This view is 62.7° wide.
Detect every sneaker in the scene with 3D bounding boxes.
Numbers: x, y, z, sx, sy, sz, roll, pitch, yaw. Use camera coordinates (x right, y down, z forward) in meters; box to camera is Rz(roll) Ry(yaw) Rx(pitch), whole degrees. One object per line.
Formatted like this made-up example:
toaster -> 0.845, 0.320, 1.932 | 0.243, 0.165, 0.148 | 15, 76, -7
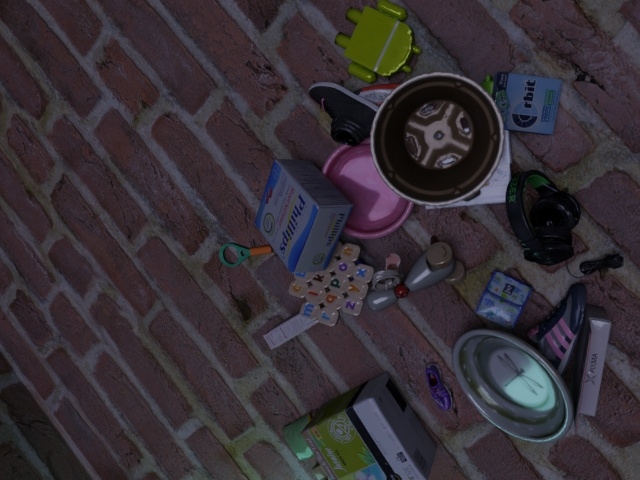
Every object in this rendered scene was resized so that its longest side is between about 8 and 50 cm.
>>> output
sneaker -> 0.708, 0.270, 1.600 | 0.131, 0.112, 0.319 | 15, 105, 16
sneaker -> 0.049, -0.405, 1.691 | 0.295, 0.105, 0.147 | 31, 73, 25
sneaker -> 0.232, -0.419, 1.667 | 0.269, 0.090, 0.145 | -2, 97, 19
sneaker -> 0.394, 0.507, 1.794 | 0.068, 0.071, 0.170 | -23, 92, 24

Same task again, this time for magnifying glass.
magnifying glass -> -0.286, 0.047, 2.001 | 0.230, 0.026, 0.092 | -8, 97, 22

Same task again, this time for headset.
headset -> 0.682, -0.035, 1.490 | 0.394, 0.244, 0.185 | 43, 144, -22

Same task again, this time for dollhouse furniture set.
dollhouse furniture set -> -0.024, 0.823, 1.978 | 0.197, 0.151, 0.302 | -37, 85, 24

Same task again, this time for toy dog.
toy dog -> 0.295, 0.091, 1.699 | 0.333, 0.161, 0.220 | -14, 137, -4

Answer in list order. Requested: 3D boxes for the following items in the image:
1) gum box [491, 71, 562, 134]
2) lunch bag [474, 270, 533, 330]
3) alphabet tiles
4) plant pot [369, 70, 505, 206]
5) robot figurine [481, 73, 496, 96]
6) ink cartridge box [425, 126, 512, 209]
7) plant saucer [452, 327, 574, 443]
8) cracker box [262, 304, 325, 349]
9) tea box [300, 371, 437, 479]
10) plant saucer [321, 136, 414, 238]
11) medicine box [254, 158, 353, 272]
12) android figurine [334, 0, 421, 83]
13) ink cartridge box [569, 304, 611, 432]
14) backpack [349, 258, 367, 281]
gum box -> 0.587, -0.393, 1.516 | 0.184, 0.041, 0.157 | 6, 99, -3
lunch bag -> 0.575, 0.187, 1.652 | 0.128, 0.096, 0.151 | 27, 95, 18
alphabet tiles -> 0.035, 0.138, 1.768 | 0.277, 0.021, 0.284 | 14, 78, 27
plant pot -> 0.326, -0.285, 1.463 | 0.333, 0.305, 0.334 | 3, 104, 14
robot figurine -> 0.511, -0.433, 1.564 | 0.101, 0.067, 0.115 | 4, 102, 27
ink cartridge box -> 0.451, -0.229, 1.634 | 0.274, 0.060, 0.239 | -4, 100, 22
plant saucer -> 0.600, 0.429, 1.628 | 0.400, 0.100, 0.401 | 33, 138, 36
cracker box -> -0.077, 0.294, 1.894 | 0.232, 0.155, 0.067 | -33, 88, 24
tea box -> 0.171, 0.700, 1.839 | 0.323, 0.220, 0.329 | -35, 86, 24
plant saucer -> 0.160, -0.174, 1.748 | 0.331, 0.084, 0.333 | 4, 102, 20
medicine box -> -0.064, -0.084, 1.734 | 0.289, 0.149, 0.264 | 50, 130, 39
android figurine -> 0.184, -0.625, 1.664 | 0.272, 0.056, 0.248 | 30, 109, 14
ink cartridge box -> 0.775, 0.364, 1.509 | 0.066, 0.261, 0.297 | 7, 103, 20
backpack -> 0.119, 0.121, 1.817 | 0.101, 0.098, 0.120 | 25, 97, 11
